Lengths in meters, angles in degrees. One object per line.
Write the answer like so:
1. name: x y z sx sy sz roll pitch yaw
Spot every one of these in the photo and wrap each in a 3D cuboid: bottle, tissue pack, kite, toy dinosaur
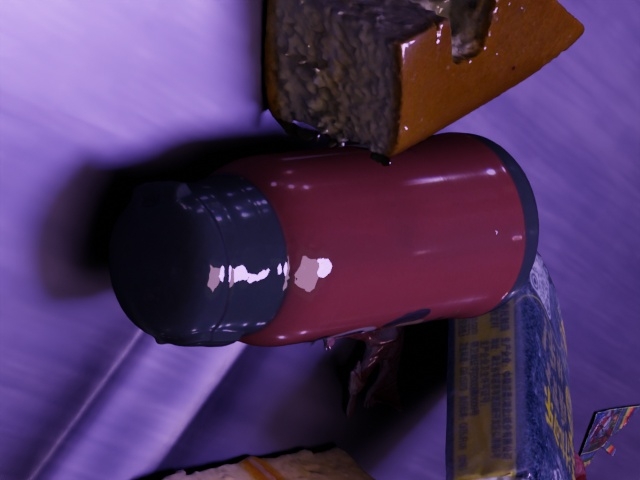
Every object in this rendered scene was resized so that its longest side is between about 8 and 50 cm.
1. bottle: 0.000 0.000 1.283 0.336 0.144 0.144 -6 119 -44
2. tissue pack: 0.159 0.134 1.483 0.185 0.081 0.257 63 24 -47
3. kite: 0.291 0.203 1.860 0.122 0.004 0.090 -48 142 -14
4. toy dinosaur: 0.048 0.088 1.481 0.108 0.032 0.220 -51 145 -15

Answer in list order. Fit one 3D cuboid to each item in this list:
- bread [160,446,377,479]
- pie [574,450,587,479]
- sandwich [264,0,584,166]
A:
1. bread: -0.033 0.321 1.429 0.263 0.198 0.236 -3 123 -49
2. pie: 0.183 0.297 1.763 0.219 0.054 0.204 -48 141 -18
3. sandwich: 0.083 -0.157 1.284 0.235 0.122 0.128 -31 139 -35
